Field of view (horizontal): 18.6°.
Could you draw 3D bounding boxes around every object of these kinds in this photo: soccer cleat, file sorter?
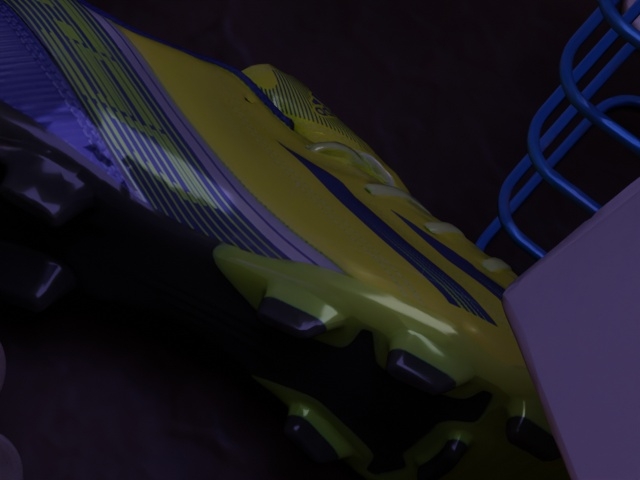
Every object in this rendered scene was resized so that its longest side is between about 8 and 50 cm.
[{"bbox_3d":[0.000,-0.001,0.611,0.289,0.093,0.121,28,52,2],"label":"soccer cleat"},{"bbox_3d":[0.128,-0.032,0.611,0.104,0.170,0.118,37,61,11],"label":"file sorter"}]

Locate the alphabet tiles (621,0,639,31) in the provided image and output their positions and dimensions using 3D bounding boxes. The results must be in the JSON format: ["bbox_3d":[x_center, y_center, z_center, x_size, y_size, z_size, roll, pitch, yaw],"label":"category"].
[{"bbox_3d":[0.223,-0.166,0.788,0.284,0.021,0.278,18,60,-2],"label":"alphabet tiles"}]

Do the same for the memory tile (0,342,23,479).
[{"bbox_3d":[-0.143,0.029,0.544,0.113,0.148,0.012,-15,25,-28],"label":"memory tile"}]

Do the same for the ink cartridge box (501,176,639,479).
[{"bbox_3d":[0.220,0.078,0.463,0.270,0.197,0.198,33,27,-37],"label":"ink cartridge box"}]
